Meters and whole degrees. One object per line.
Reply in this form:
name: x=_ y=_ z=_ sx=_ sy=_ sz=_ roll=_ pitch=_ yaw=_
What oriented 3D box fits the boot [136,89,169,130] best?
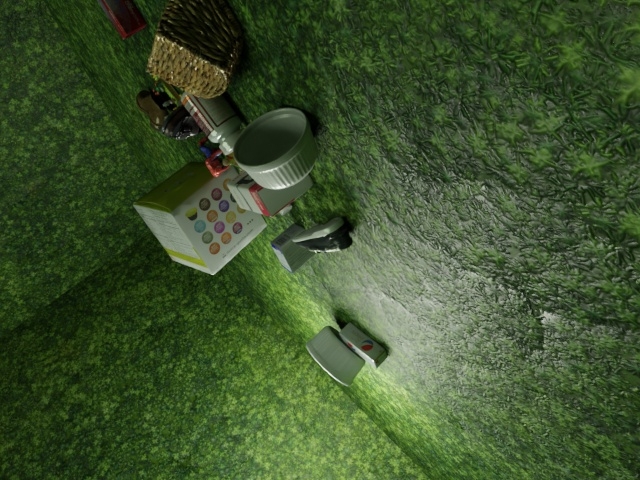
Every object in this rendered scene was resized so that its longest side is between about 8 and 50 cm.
boot: x=-0.715 y=-0.593 z=1.954 sx=0.305 sy=0.112 sz=0.115 roll=49 pitch=140 yaw=36

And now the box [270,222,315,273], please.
box: x=-0.102 y=0.030 z=1.706 sx=0.072 sy=0.126 sz=0.137 roll=27 pitch=150 yaw=45

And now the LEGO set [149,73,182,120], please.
LEGO set: x=-0.601 y=-0.531 z=1.794 sx=0.132 sy=0.107 sz=0.287 roll=27 pitch=150 yaw=47

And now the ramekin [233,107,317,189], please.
ramekin: x=-0.105 y=-0.227 z=1.151 sx=0.207 sy=0.207 sz=0.109 roll=32 pitch=164 yaw=40

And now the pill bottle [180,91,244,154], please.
pill bottle: x=-0.331 y=-0.391 z=1.446 sx=0.221 sy=0.121 sz=0.121 roll=54 pitch=160 yaw=-10

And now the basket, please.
basket: x=-0.309 y=-0.531 z=1.190 sx=0.213 sy=0.223 sz=0.299 roll=22 pitch=172 yaw=-25

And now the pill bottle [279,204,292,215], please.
pill bottle: x=-0.157 y=-0.145 z=1.595 sx=0.120 sy=0.067 sz=0.067 roll=45 pitch=160 yaw=13

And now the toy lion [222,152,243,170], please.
toy lion: x=-0.303 y=-0.306 z=1.611 sx=0.100 sy=0.096 sz=0.034 roll=16 pitch=-164 yaw=-16

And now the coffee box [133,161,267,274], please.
coffee box: x=-0.510 y=-0.110 z=1.937 sx=0.338 sy=0.338 sz=0.335 roll=12 pitch=139 yaw=44

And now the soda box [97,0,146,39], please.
soda box: x=-0.704 y=-0.824 z=1.521 sx=0.092 sy=0.083 sz=0.263 roll=18 pitch=144 yaw=57

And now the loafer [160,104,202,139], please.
loafer: x=-0.432 y=-0.398 z=1.528 sx=0.095 sy=0.109 sz=0.303 roll=35 pitch=-156 yaw=-9

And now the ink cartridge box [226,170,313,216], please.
ink cartridge box: x=-0.161 y=-0.173 z=1.396 sx=0.237 sy=0.172 sz=0.100 roll=19 pitch=143 yaw=56

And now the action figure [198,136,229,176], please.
action figure: x=-0.384 y=-0.334 z=1.738 sx=0.092 sy=0.139 sz=0.280 roll=61 pitch=180 yaw=-37

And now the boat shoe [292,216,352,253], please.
boat shoe: x=0.000 y=0.000 z=1.453 sx=0.091 sy=0.114 sz=0.302 roll=59 pitch=160 yaw=-9

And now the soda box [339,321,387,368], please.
soda box: x=0.179 y=0.443 z=1.924 sx=0.216 sy=0.074 sz=0.069 roll=33 pitch=154 yaw=41

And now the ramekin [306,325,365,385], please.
ramekin: x=0.078 y=0.518 z=2.080 sx=0.277 sy=0.135 sz=0.277 roll=41 pitch=180 yaw=0
